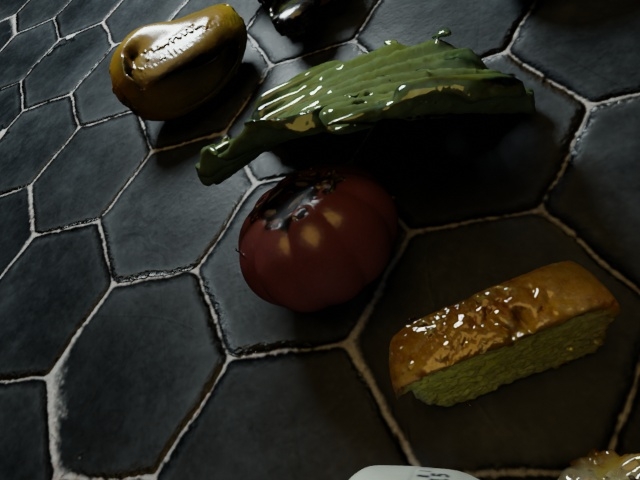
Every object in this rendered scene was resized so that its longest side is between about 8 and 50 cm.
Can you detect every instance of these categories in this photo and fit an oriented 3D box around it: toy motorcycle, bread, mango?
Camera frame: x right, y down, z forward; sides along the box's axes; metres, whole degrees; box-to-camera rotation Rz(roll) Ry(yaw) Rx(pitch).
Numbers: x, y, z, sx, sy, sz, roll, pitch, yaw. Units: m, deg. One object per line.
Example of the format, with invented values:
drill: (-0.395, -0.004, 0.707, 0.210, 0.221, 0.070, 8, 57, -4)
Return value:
toy motorcycle: (-0.060, -0.516, 0.866, 0.207, 0.134, 0.401, -33, 54, 2)
bread: (0.150, 0.085, 0.412, 0.187, 0.103, 0.065, -28, 53, 9)
mango: (-0.233, -0.305, 0.807, 0.248, 0.156, 0.151, -41, 16, -5)

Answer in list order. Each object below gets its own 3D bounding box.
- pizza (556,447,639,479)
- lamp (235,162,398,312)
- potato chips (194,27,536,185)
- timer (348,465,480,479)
pizza: (0.280, 0.184, 0.312, 0.296, 0.071, 0.189, -31, 65, 9)
lamp: (0.000, 0.000, 0.520, 0.181, 0.140, 0.182, -21, 34, 16)
potato chips: (0.051, -0.163, 0.578, 0.388, 0.097, 0.373, -7, 29, 18)
timer: (0.041, 0.254, 0.278, 0.239, 0.233, 0.234, -6, 58, 18)
